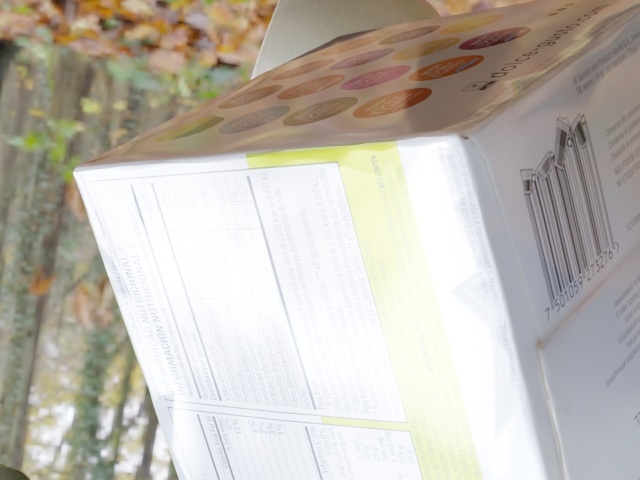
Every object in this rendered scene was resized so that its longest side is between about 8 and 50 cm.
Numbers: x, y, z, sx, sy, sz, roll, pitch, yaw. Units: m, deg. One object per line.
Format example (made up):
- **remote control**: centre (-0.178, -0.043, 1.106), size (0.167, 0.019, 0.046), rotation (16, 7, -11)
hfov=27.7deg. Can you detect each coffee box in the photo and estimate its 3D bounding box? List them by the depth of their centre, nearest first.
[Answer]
- **coffee box**: centre (0.088, 0.033, 0.952), size (0.334, 0.338, 0.338), rotation (-2, -158, 40)

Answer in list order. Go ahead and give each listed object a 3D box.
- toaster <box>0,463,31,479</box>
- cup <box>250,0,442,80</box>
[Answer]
- **toaster**: centre (-0.335, 0.295, 1.163), size (0.110, 0.185, 0.168), rotation (15, 148, -15)
- **cup**: centre (0.055, -0.218, 1.713), size (0.237, 0.331, 0.331), rotation (20, -174, 3)
